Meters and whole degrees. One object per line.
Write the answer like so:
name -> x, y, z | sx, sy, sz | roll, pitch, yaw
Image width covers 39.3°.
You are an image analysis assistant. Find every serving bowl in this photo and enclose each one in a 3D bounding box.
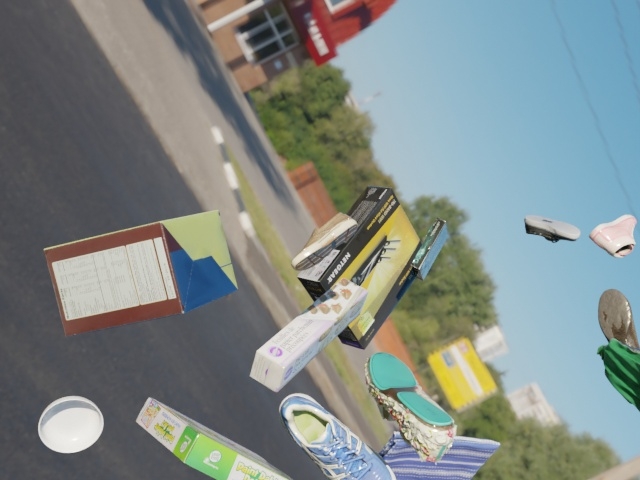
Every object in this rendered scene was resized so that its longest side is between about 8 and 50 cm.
serving bowl -> -0.333, 0.241, 1.196 | 0.083, 0.083, 0.027 | 62, -6, -28

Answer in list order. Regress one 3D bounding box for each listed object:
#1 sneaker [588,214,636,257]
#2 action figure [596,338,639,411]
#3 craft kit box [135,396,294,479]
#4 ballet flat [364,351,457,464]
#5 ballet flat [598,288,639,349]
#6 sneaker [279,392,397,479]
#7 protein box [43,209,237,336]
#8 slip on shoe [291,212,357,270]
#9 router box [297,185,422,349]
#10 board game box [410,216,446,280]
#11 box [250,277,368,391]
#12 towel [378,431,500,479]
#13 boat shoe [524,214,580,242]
sneaker -> 0.561, -0.004, 1.665 | 0.070, 0.134, 0.051 | 48, -48, 28
action figure -> 0.547, 0.232, 1.539 | 0.232, 0.063, 0.137 | -132, -141, -64
craft kit box -> -0.161, 0.364, 1.500 | 0.250, 0.061, 0.246 | 35, -15, -26
ballet flat -> 0.124, 0.254, 1.358 | 0.241, 0.091, 0.077 | -132, -132, -62
ballet flat -> 0.741, 0.240, 2.186 | 0.058, 0.084, 0.250 | 18, 53, -56
sneaker -> 0.020, 0.300, 1.269 | 0.211, 0.080, 0.081 | 38, -6, 10
protein box -> -0.267, 0.047, 1.362 | 0.200, 0.201, 0.136 | -21, 98, -71
slip on shoe -> 0.000, 0.000, 1.483 | 0.041, 0.135, 0.051 | 45, -19, 23
router box -> 0.109, 0.062, 2.121 | 0.081, 0.309, 0.243 | 10, -37, 45
board game box -> 0.254, 0.023, 2.086 | 0.026, 0.126, 0.186 | 29, -5, 13
box -> -0.015, 0.170, 1.687 | 0.063, 0.067, 0.324 | 28, 33, 19
towel -> 0.183, 0.502, 1.803 | 0.040, 0.243, 0.336 | -106, -147, -45
boat shoe -> 0.486, -0.019, 1.882 | 0.142, 0.049, 0.040 | 26, -56, 52
